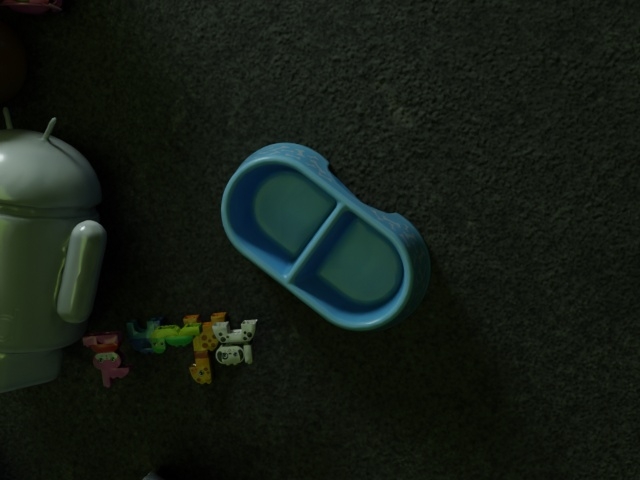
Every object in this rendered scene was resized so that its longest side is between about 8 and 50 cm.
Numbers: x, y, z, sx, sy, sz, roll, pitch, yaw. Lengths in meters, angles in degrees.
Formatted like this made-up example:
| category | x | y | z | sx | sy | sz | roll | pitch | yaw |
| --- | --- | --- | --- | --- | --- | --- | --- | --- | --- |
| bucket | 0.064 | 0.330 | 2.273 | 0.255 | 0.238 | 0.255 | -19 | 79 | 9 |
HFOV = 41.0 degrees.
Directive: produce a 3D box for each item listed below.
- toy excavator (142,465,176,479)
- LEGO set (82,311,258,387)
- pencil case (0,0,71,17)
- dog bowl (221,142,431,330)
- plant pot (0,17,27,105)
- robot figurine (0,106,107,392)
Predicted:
| category | x | y | z | sx | sy | sz | roll | pitch | yaw |
| --- | --- | --- | --- | --- | --- | --- | --- | --- | --- |
| toy excavator | -0.280 | 0.539 | 1.114 | 0.222 | 0.433 | 0.445 | 41 | 75 | 5 |
| LEGO set | -0.186 | 0.153 | 1.138 | 0.227 | 0.087 | 0.093 | -5 | 99 | 7 |
| pencil case | -0.366 | -0.399 | 1.105 | 0.098 | 0.095 | 0.209 | 12 | 101 | 42 |
| dog bowl | 0.000 | 0.000 | 1.081 | 0.297 | 0.074 | 0.166 | 38 | 103 | 6 |
| plant pot | -0.484 | -0.236 | 1.099 | 0.205 | 0.188 | 0.205 | 1 | 97 | 11 |
| robot figurine | -0.391 | 0.011 | 1.102 | 0.299 | 0.199 | 0.354 | 12 | 99 | 28 |
